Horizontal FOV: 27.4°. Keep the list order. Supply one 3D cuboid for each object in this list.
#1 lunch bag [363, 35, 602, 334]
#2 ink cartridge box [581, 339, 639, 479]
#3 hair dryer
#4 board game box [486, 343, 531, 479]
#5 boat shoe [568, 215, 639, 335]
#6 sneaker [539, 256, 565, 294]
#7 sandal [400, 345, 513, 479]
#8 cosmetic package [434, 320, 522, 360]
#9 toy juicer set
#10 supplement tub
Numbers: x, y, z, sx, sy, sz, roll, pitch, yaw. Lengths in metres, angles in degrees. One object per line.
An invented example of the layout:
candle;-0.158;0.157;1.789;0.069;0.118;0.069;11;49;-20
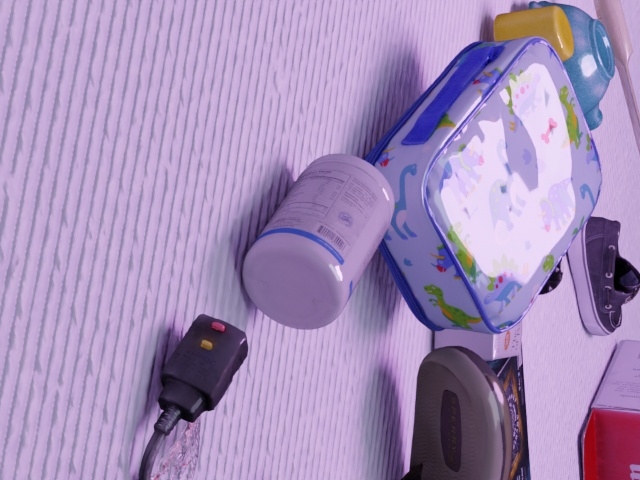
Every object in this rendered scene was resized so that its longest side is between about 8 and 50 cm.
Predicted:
lunch bag;0.130;-0.049;1.044;0.219;0.090;0.176;-51;125;-33
ink cartridge box;0.457;0.338;1.825;0.272;0.130;0.309;-45;132;-56
hair dryer;-0.062;0.209;0.707;0.293;0.080;0.224;-64;147;-42
board game box;0.180;0.208;1.316;0.126;0.026;0.186;-40;128;-59
boat shoe;0.369;0.047;1.668;0.228;0.076;0.080;66;35;-44
sneaker;0.214;-0.066;1.319;0.106;0.078;0.234;-62;149;-50
sandal;0.093;0.234;1.053;0.086;0.120;0.303;-13;104;-37
cosmetic package;0.148;-0.014;1.187;0.099;0.060;0.239;4;88;-65
toy juicer set;0.257;-0.225;1.401;0.329;0.089;0.209;25;56;-55
supplement tub;0.000;0.000;0.842;0.107;0.071;0.071;-58;142;-49
